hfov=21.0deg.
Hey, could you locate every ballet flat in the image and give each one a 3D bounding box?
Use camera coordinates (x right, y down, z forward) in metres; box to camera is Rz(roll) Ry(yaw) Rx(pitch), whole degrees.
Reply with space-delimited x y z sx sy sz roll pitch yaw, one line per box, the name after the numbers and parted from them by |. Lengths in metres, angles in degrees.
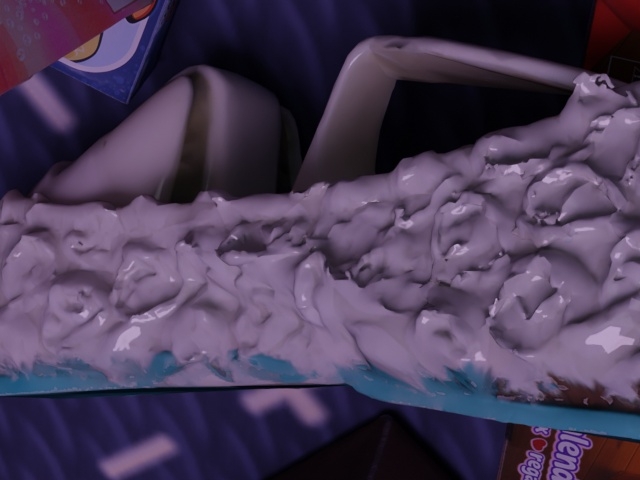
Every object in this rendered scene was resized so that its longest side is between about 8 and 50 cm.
0.000 0.000 0.598 0.409 0.147 0.147 -1 125 42 | ballet flat

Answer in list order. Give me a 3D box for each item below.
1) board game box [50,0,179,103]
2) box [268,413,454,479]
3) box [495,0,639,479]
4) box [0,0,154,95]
-0.091 -0.158 0.586 0.136 0.035 0.201 26 127 0 | board game box
-0.057 0.256 0.799 0.381 0.143 0.191 -34 108 32 | box
0.180 -0.005 0.589 0.201 0.057 0.293 13 126 10 | box
-0.195 -0.167 0.509 0.154 0.142 0.300 -11 110 33 | box
